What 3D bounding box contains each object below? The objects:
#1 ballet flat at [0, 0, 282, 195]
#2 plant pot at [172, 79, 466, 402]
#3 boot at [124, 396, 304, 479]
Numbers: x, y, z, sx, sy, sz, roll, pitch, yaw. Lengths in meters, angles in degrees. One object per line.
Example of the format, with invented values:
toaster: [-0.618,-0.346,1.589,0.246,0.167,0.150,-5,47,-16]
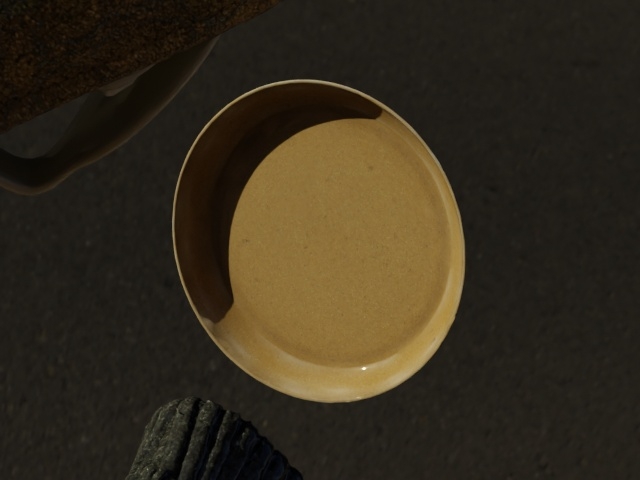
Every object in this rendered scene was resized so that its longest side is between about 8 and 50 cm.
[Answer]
ballet flat: [-0.146,-0.041,0.455,0.348,0.123,0.123,-31,51,7]
plant pot: [0.000,0.000,1.035,0.236,0.236,0.032,35,25,16]
boot: [-0.070,0.317,1.064,0.131,0.348,0.260,-10,26,25]
